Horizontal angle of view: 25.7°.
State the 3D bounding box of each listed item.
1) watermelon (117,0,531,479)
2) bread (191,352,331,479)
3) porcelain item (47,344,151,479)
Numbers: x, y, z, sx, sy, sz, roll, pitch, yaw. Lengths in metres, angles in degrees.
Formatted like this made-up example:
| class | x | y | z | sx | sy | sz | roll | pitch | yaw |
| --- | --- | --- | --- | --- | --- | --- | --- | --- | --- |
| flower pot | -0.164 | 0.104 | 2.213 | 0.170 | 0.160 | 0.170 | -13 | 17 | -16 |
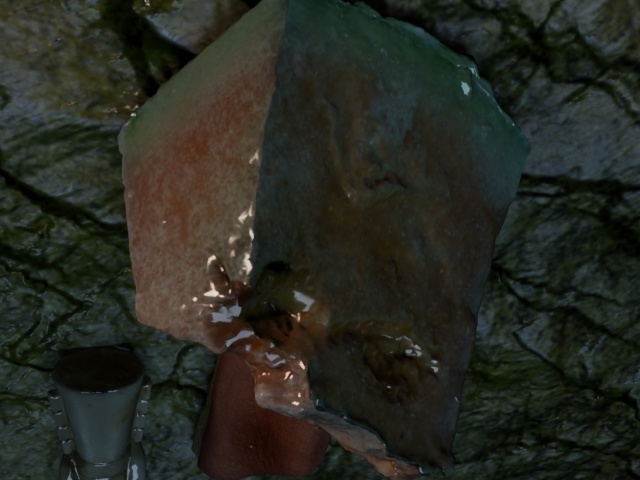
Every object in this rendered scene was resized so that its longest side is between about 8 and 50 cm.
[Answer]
| class | x | y | z | sx | sy | sz | roll | pitch | yaw |
| --- | --- | --- | --- | --- | --- | --- | --- | --- | --- |
| watermelon | -0.007 | -0.005 | 0.992 | 0.264 | 0.302 | 0.151 | 27 | 159 | -33 |
| bread | -0.043 | 0.140 | 1.184 | 0.119 | 0.067 | 0.192 | 25 | 131 | 6 |
| porcelain item | -0.186 | 0.183 | 1.209 | 0.084 | 0.054 | 0.213 | -2 | 132 | -8 |
